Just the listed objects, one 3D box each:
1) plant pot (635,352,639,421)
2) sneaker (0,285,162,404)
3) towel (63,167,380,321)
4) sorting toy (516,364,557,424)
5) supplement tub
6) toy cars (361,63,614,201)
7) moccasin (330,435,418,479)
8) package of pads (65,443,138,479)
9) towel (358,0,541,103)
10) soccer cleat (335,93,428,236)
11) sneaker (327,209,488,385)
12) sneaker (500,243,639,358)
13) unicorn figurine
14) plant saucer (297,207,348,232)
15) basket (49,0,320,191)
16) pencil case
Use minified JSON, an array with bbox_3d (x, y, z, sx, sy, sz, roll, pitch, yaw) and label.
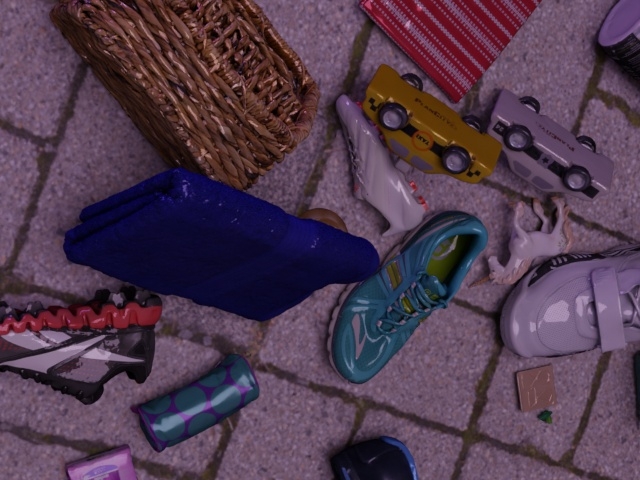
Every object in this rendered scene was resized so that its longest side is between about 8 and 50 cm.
[{"bbox_3d":[0.575,0.206,1.844,0.234,0.165,0.166,-8,98,-12],"label":"plant pot"},{"bbox_3d":[-0.318,0.133,1.535,0.276,0.097,0.135,-5,94,-21],"label":"sneaker"},{"bbox_3d":[-0.112,0.002,1.507,0.308,0.227,0.076,21,56,-41],"label":"towel"},{"bbox_3d":[0.301,0.218,1.817,0.062,0.012,0.083,-10,95,-24],"label":"sorting toy"},{"bbox_3d":[0.483,-0.252,1.787,0.190,0.117,0.117,36,82,-20],"label":"supplement tub"},{"bbox_3d":[0.209,-0.120,1.684,0.393,0.176,0.087,6,136,-35],"label":"toy cars"},{"bbox_3d":[0.075,0.430,1.707,0.116,0.138,0.342,-8,83,-15],"label":"moccasin"},{"bbox_3d":[-0.267,0.287,1.603,0.083,0.032,0.050,-17,99,-18],"label":"package of pads"},{"bbox_3d":[0.197,-0.345,1.720,0.199,0.031,0.275,42,82,-21],"label":"towel"},{"bbox_3d":[0.064,-0.094,1.676,0.076,0.068,0.196,-31,102,5],"label":"soccer cleat"},{"bbox_3d":[0.111,0.068,1.682,0.107,0.110,0.275,42,81,-19],"label":"sneaker"},{"bbox_3d":[0.433,0.079,1.748,0.365,0.210,0.137,-15,99,-18],"label":"sneaker"},{"bbox_3d":[0.279,0.000,1.764,0.162,0.060,0.111,-7,92,-16],"label":"unicorn figurine"},{"bbox_3d":[0.000,0.000,1.685,0.083,0.015,0.083,-2,95,-20],"label":"plant saucer"},{"bbox_3d":[-0.130,-0.220,1.512,0.223,0.213,0.299,-41,107,-12],"label":"basket"},{"bbox_3d":[-0.153,0.200,1.621,0.151,0.064,0.070,-28,65,-15],"label":"pencil case"}]
